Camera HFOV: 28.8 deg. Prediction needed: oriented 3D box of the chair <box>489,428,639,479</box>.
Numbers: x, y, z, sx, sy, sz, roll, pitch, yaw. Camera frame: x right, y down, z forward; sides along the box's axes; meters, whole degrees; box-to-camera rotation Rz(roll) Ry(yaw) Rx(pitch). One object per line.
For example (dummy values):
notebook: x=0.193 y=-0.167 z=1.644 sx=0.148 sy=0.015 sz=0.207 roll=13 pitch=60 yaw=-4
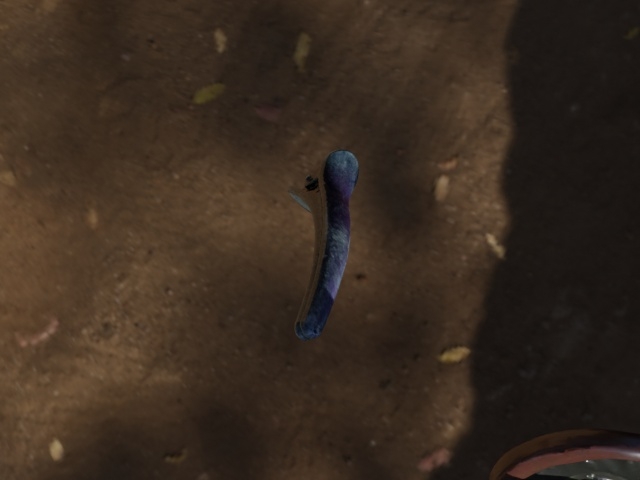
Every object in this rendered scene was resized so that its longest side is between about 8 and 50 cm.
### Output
chair: x=0.275 y=0.348 z=1.208 sx=0.226 sy=0.401 sz=0.226 roll=3 pitch=142 yaw=2

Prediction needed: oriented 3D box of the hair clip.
hair clip: x=0.000 y=0.000 z=1.201 sx=0.083 sy=0.275 sz=0.048 roll=-35 pitch=113 yaw=19
